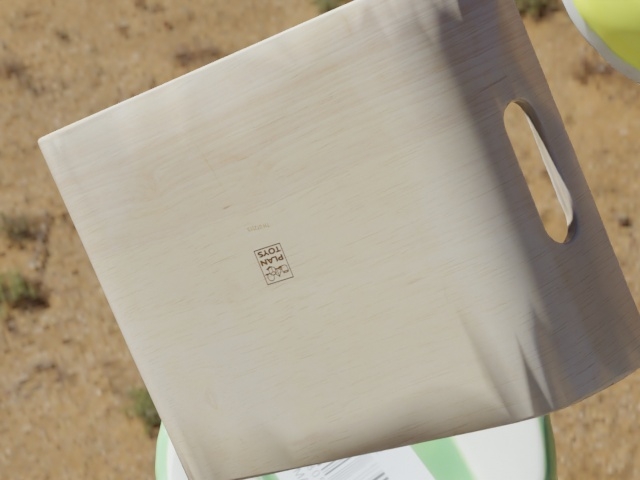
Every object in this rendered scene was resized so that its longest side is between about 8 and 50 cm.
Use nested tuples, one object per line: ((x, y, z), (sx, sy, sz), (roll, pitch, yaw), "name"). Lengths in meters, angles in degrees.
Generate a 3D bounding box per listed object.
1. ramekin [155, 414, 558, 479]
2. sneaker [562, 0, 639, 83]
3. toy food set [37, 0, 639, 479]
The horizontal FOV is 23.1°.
((0.026, 0.168, 1.107), (0.303, 0.148, 0.303), (-1, 70, 1), "ramekin")
((0.179, -0.103, 0.239), (0.384, 0.145, 0.147), (-20, 17, 46), "sneaker")
((0.000, 0.000, 0.842), (0.306, 0.220, 0.092), (-18, 7, 37), "toy food set")
